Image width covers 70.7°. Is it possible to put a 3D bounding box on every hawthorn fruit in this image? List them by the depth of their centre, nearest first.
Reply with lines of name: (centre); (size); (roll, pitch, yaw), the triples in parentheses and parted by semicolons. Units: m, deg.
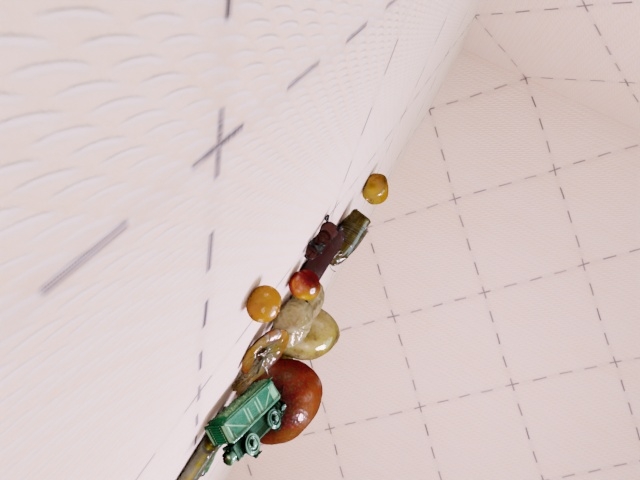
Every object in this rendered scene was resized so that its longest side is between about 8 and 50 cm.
hawthorn fruit: (-0.122, 0.570, 1.647); (0.369, 0.285, 0.284); (2, 118, -62)

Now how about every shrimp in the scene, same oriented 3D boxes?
shrimp: (-0.185, 0.359, 1.339); (0.150, 0.068, 0.248); (22, 104, -52)

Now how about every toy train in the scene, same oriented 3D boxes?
toy train: (-0.213, 0.538, 1.337); (0.115, 0.154, 0.269); (-32, 179, 36)

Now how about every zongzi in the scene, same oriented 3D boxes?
zongzi: (0.089, 0.012, 1.811); (0.247, 0.111, 0.241); (-54, 178, -12)

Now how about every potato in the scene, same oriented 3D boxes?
potato: (-0.041, 0.355, 1.743); (0.242, 0.242, 0.285); (-62, 172, 4)

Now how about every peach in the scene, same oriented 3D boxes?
peach: (-0.044, 0.134, 1.351); (0.100, 0.101, 0.101); (-59, 172, -13)

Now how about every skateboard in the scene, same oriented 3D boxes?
skateboard: (0.000, 0.000, 1.355); (0.151, 0.067, 0.080); (-52, 179, -25)

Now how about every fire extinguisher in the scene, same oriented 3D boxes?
fire extinguisher: (0.000, 0.075, 1.486); (0.072, 0.089, 0.267); (-3, -137, 44)

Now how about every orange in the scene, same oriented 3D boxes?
orange: (-0.121, 0.138, 0.972); (0.083, 0.070, 0.083); (25, 90, -85)

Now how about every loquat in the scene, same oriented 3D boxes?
loquat: (0.239, -0.223, 1.934); (0.137, 0.113, 0.137); (-34, 128, -58)

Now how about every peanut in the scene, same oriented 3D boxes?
peanut: (-0.066, 0.232, 1.508); (0.136, 0.120, 0.298); (-60, 177, 34)

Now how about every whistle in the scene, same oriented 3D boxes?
whistle: (-0.355, 0.650, 1.339); (0.326, 0.057, 0.068); (-58, 172, -23)

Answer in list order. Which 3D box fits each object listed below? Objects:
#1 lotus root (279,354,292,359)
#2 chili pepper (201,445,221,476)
lotus root: (-0.160, 0.469, 1.853); (0.094, 0.108, 0.190); (-22, -150, 35)
chili pepper: (-0.342, 0.655, 1.435); (0.224, 0.061, 0.098); (-53, 174, -41)
